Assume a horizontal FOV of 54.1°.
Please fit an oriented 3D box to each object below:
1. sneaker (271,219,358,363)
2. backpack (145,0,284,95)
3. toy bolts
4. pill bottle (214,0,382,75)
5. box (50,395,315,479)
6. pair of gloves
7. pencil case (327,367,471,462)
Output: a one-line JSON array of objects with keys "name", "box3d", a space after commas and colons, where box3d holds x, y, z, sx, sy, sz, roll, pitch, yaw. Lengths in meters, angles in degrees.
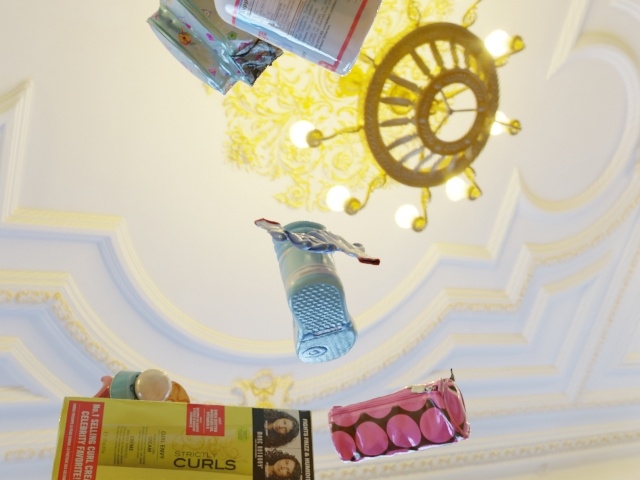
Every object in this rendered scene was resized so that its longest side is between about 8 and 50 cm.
[{"name": "sneaker", "box3d": [-0.012, 0.086, 1.189, 0.127, 0.208, 0.319, -11, -37, -6]}, {"name": "backpack", "box3d": [-0.157, -0.310, 0.880, 0.144, 0.166, 0.188, -43, -18, -7]}, {"name": "toy bolts", "box3d": [-0.275, 0.297, 1.106, 0.158, 0.218, 0.229, -23, -62, 26]}, {"name": "pill bottle", "box3d": [-0.032, -0.210, 0.527, 0.160, 0.087, 0.087, 24, -79, -5]}, {"name": "box", "box3d": [-0.123, 0.198, 0.582, 0.232, 0.087, 0.058, 10, -34, -19]}, {"name": "pair of gloves", "box3d": [0.000, 0.000, 0.975, 0.198, 0.159, 0.023, 10, -80, -37]}, {"name": "pencil case", "box3d": [0.107, 0.259, 0.910, 0.209, 0.095, 0.098, -24, -51, 24]}]
